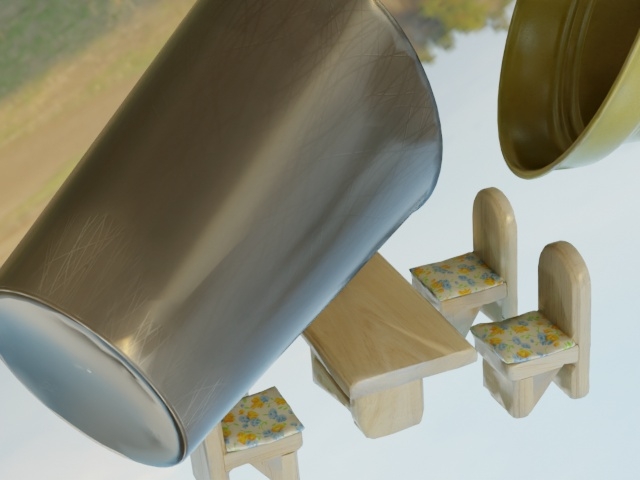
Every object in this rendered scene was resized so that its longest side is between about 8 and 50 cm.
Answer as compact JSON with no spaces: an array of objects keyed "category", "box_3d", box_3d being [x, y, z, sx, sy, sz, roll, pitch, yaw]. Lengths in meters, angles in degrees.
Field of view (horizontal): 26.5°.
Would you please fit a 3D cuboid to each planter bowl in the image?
[{"category":"planter bowl","box_3d":[0.183,-0.126,0.758,0.217,0.090,0.217,-164,-90,-78]}]

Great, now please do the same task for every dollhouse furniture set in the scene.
[{"category":"dollhouse furniture set","box_3d":[0.000,0.000,1.271,0.362,0.257,0.394,-15,-151,-18]}]

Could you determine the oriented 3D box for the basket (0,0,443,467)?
[{"category":"basket","box_3d":[-0.057,-0.009,0.711,0.154,0.204,0.227,19,-126,28]}]
